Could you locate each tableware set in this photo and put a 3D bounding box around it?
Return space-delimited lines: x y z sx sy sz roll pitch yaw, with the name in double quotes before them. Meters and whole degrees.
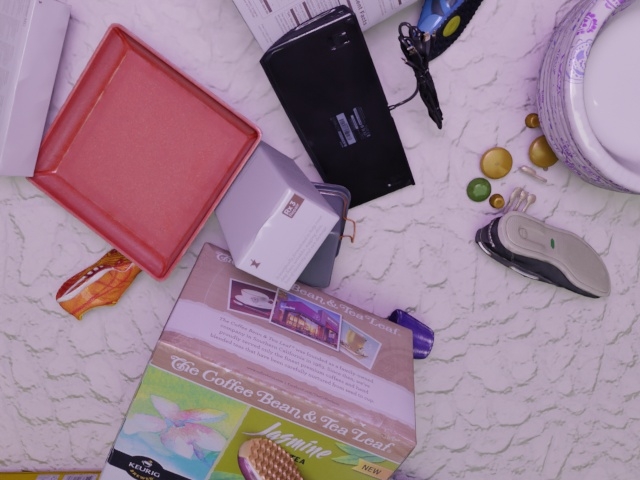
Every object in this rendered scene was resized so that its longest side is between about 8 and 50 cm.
"tableware set" 0.290 -0.114 0.922 0.104 0.024 0.154 26 104 -5

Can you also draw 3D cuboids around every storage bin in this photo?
"storage bin" 0.000 0.000 0.884 0.098 0.091 0.135 7 131 -4

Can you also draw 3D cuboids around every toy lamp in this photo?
"toy lamp" 0.040 0.117 0.949 0.274 0.080 0.080 20 104 -7

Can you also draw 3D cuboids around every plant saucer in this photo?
"plant saucer" -0.244 -0.119 0.865 0.259 0.048 0.258 37 102 3

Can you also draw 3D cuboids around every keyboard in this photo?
"keyboard" 0.067 -0.168 0.805 0.201 0.033 0.317 -21 143 9

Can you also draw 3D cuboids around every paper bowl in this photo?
"paper bowl" 0.426 -0.204 0.823 0.284 0.148 0.284 -1 100 -7

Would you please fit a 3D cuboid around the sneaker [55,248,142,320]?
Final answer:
"sneaker" -0.313 0.058 0.939 0.175 0.064 0.067 -29 124 11

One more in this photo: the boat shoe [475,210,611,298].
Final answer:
"boat shoe" 0.343 0.027 0.943 0.233 0.079 0.084 24 61 -18

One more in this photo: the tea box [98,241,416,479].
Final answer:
"tea box" -0.086 0.234 0.864 0.329 0.220 0.324 23 121 -8

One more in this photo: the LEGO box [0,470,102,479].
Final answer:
"LEGO box" -0.412 0.587 1.005 0.500 0.193 0.373 0 105 -2

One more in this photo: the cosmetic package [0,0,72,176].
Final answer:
"cosmetic package" -0.411 -0.214 0.834 0.099 0.060 0.239 28 106 26

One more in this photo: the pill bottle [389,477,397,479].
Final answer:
"pill bottle" 0.169 0.502 1.023 0.264 0.146 0.146 30 103 -9

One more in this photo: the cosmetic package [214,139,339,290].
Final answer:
"cosmetic package" -0.069 -0.045 0.814 0.085 0.231 0.117 28 105 -30

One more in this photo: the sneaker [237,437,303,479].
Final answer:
"sneaker" -0.053 0.311 0.737 0.084 0.070 0.185 -29 113 22

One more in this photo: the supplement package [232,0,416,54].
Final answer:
"supplement package" -0.001 -0.370 0.710 0.262 0.198 0.199 -28 63 6

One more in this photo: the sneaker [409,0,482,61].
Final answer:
"sneaker" 0.175 -0.341 0.840 0.082 0.069 0.209 43 112 21
